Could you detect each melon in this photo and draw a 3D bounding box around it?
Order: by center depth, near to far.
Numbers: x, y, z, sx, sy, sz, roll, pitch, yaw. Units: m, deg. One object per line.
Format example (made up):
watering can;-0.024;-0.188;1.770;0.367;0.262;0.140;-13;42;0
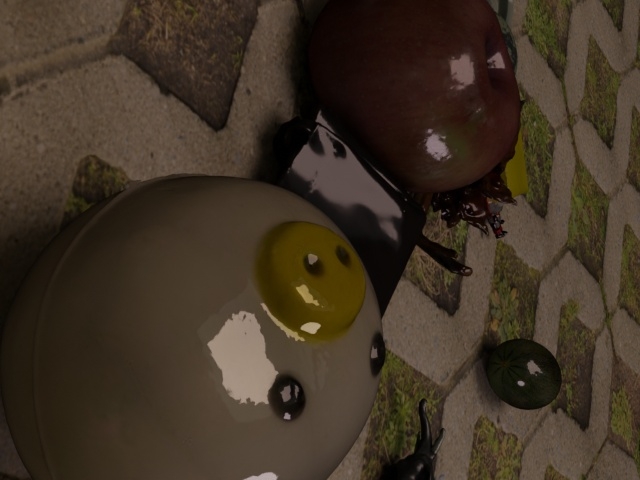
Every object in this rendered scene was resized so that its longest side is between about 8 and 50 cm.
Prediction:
melon;0.339;0.223;2.049;0.167;0.114;0.114;39;53;-50

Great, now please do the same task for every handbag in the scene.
handbag;0.000;0.000;1.505;0.257;0.113;0.285;54;48;-33

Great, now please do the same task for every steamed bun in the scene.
steamed bun;-0.107;0.104;1.105;0.374;0.334;0.334;-18;101;-54

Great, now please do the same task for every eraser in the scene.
eraser;0.319;-0.135;2.152;0.097;0.045;0.122;-24;107;-59

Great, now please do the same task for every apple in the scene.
apple;0.129;-0.213;1.638;0.306;0.235;0.305;29;56;-55

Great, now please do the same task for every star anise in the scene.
star anise;0.206;-0.090;1.806;0.148;0.237;0.346;23;54;-20

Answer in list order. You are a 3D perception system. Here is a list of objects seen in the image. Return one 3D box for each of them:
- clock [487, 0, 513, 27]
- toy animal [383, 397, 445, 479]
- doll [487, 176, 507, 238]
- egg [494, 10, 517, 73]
clock;0.259;-0.437;2.091;0.236;0.053;0.236;15;72;-56
toy animal;0.132;0.364;1.697;0.137;0.082;0.269;60;38;-37
doll;0.278;-0.074;2.062;0.169;0.057;0.109;73;13;-45
egg;0.246;-0.291;1.961;0.132;0.132;0.172;39;54;-51
